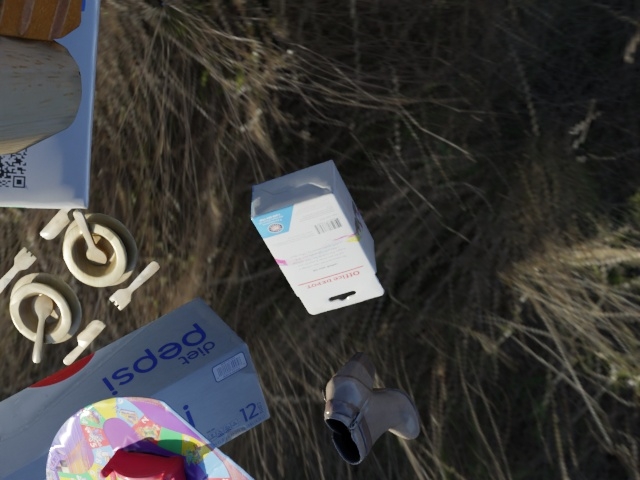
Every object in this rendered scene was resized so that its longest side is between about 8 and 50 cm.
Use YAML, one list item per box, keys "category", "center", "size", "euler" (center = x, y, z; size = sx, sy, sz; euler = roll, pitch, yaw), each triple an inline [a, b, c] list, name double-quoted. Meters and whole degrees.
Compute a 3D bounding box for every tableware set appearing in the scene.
- category: "tableware set"
  center: [-0.281, 0.048, 1.386]
  size: [0.128, 0.039, 0.194]
  euler: [44, 116, -4]

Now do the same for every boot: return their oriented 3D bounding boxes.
- category: "boot"
  center: [0.042, 0.157, 1.073]
  size: [0.042, 0.087, 0.118]
  euler: [-20, 120, 34]

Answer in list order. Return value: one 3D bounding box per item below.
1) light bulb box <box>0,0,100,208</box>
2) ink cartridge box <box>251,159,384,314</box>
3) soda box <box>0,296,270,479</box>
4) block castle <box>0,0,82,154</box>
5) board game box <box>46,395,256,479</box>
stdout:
- category: "light bulb box"
  center: [-0.396, -0.217, 1.166]
  size: [0.361, 0.225, 0.358]
  euler: [3, 97, -17]
- category: "ink cartridge box"
  center: [0.000, 0.000, 1.494]
  size: [0.104, 0.062, 0.181]
  euler: [-16, 132, 13]
- category: "soda box"
  center: [-0.193, 0.165, 1.066]
  size: [0.286, 0.098, 0.091]
  euler: [-28, 126, -18]
- category: "block castle"
  center: [-0.292, -0.212, 0.465]
  size: [0.453, 0.213, 0.303]
  euler: [22, 104, 17]
- category: "board game box"
  center: [-0.096, 0.172, 0.744]
  size: [0.168, 0.033, 0.133]
  euler: [41, 123, -2]
